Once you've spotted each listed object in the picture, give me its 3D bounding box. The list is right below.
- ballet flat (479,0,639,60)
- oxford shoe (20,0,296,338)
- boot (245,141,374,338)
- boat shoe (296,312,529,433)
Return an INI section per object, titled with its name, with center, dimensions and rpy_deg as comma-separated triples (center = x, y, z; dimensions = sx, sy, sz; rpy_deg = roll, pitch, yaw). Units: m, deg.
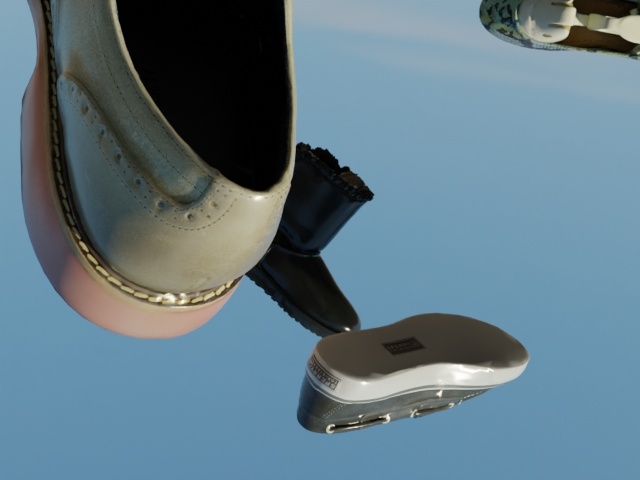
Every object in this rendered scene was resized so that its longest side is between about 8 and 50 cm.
[ballet flat]
center = 0.236, -0.197, 1.480
dimensions = 0.188, 0.070, 0.070
rpy_deg = 6, -160, 1
[oxford shoe]
center = -0.075, -0.163, 0.775
dimensions = 0.140, 0.397, 0.146
rpy_deg = -3, 160, -32
[boot]
center = 0.000, 0.000, 1.129
dimensions = 0.121, 0.099, 0.045
rpy_deg = 39, -161, 10
[boat shoe]
center = 0.044, 0.066, 0.823
dimensions = 0.142, 0.040, 0.049
rpy_deg = -3, -143, -41
